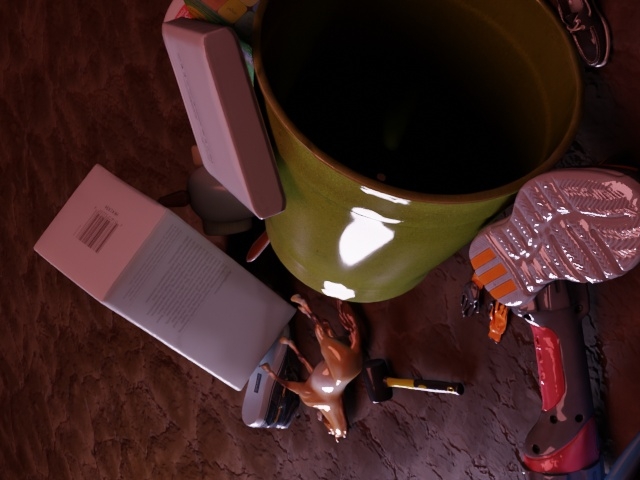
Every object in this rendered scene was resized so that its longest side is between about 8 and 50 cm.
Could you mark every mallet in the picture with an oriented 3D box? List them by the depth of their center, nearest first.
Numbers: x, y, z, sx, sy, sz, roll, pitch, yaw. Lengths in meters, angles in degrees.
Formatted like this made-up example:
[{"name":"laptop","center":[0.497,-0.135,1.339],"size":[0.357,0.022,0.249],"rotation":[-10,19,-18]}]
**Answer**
[{"name":"mallet","center":[0.130,0.198,1.712],"size":[0.189,0.039,0.062],"rotation":[-13,98,51]}]

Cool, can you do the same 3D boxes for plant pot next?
[{"name":"plant pot","center":[0.077,-0.107,1.412],"size":[0.366,0.366,0.353],"rotation":[56,154,21]}]

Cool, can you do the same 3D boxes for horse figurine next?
[{"name":"horse figurine","center":[0.006,0.185,1.837],"size":[0.174,0.066,0.263],"rotation":[43,132,20]}]

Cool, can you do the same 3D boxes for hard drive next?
[{"name":"hard drive","center":[-0.118,-0.151,1.372],"size":[0.307,0.040,0.203],"rotation":[-142,34,-70]}]

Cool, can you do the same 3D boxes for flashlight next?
[{"name":"flashlight","center":[0.276,0.165,1.437],"size":[0.103,0.103,0.304],"rotation":[5,111,56]}]

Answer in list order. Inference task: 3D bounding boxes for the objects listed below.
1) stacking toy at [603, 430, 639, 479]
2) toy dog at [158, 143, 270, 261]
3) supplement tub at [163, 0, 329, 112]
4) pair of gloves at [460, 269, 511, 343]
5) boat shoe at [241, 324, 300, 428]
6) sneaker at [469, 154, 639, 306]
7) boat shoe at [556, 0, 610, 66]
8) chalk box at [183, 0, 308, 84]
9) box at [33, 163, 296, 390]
[{"name":"stacking toy","center":[0.446,0.335,1.270],"size":[0.302,0.166,0.175],"rotation":[24,135,28]},{"name":"toy dog","center":[-0.127,-0.075,1.821],"size":[0.333,0.161,0.220],"rotation":[-28,83,55]},{"name":"supplement tub","center":[-0.080,-0.239,1.655],"size":[0.272,0.191,0.191],"rotation":[55,142,23]},{"name":"pair of gloves","center":[0.216,0.087,1.561],"size":[0.083,0.010,0.074],"rotation":[43,136,35]},{"name":"boat shoe","center":[-0.070,0.223,1.974],"size":[0.065,0.083,0.183],"rotation":[18,92,48]},{"name":"sneaker","center":[0.288,-0.038,1.231],"size":[0.125,0.180,0.321],"rotation":[59,158,-1]},{"name":"boat shoe","center":[0.281,-0.248,1.294],"size":[0.046,0.038,0.125],"rotation":[-4,102,54]},{"name":"chalk box","center":[-0.071,-0.279,1.446],"size":[0.132,0.132,0.213],"rotation":[41,170,25]},{"name":"box","center":[-0.237,0.062,1.867],"size":[0.215,0.168,0.345],"rotation":[30,172,43]}]
